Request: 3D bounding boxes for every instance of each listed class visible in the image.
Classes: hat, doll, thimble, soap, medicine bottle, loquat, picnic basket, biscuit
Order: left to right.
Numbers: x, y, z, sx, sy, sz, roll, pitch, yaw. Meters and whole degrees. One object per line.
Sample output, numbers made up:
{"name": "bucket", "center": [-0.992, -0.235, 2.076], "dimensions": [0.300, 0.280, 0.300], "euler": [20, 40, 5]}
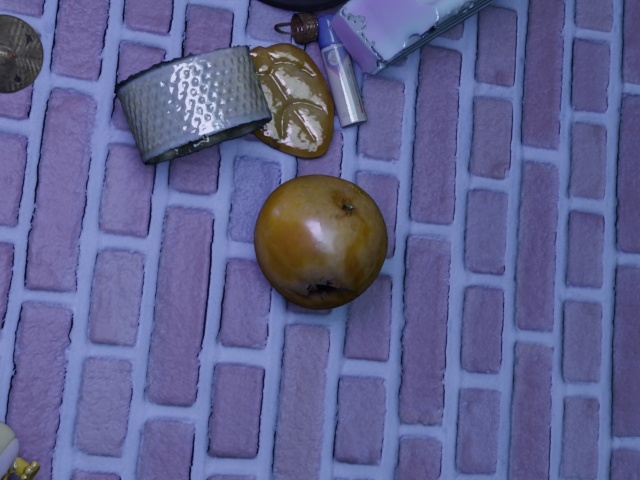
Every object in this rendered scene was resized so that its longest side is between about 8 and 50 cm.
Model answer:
{"name": "doll", "center": [-0.636, 0.350, 1.715], "dimensions": [0.296, 0.117, 0.141], "euler": [36, 72, -10]}
{"name": "hat", "center": [-0.575, -0.343, 1.821], "dimensions": [0.146, 0.067, 0.146], "euler": [-8, 105, -30]}
{"name": "thimble", "center": [-0.236, -0.250, 1.838], "dimensions": [0.271, 0.271, 0.150], "euler": [-20, 92, -18]}
{"name": "biscuit", "center": [-0.067, -0.281, 2.008], "dimensions": [0.203, 0.041, 0.260], "euler": [-34, 92, -18]}
{"name": "picnic basket", "center": [-0.052, -0.432, 2.018], "dimensions": [0.083, 0.072, 0.072], "euler": [-9, 86, -24]}
{"name": "loquat", "center": [0.000, 0.000, 1.900], "dimensions": [0.263, 0.263, 0.263], "euler": [2, 83, -17]}
{"name": "medicine bottle", "center": [0.040, -0.350, 2.040], "dimensions": [0.059, 0.059, 0.230], "euler": [-15, 88, -18]}
{"name": "soap", "center": [0.247, -0.514, 2.014], "dimensions": [0.446, 0.261, 0.156], "euler": [-35, 94, -21]}

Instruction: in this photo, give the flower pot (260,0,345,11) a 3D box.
{"name": "flower pot", "center": [-0.039, -0.664, 1.947], "dimensions": [0.379, 0.379, 0.251], "euler": [31, 54, -11]}
